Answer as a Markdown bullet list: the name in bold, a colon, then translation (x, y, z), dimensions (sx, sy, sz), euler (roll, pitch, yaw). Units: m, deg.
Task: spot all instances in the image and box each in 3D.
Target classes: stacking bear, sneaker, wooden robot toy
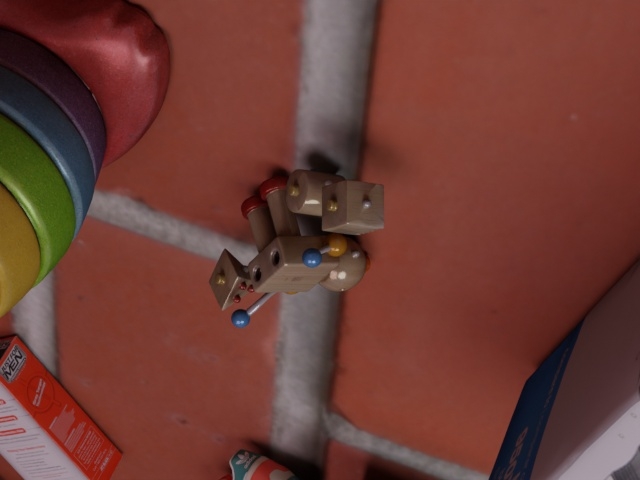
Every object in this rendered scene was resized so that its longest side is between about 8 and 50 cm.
- **stacking bear**: translation (-0.229, -0.014, 1.076), dimensions (0.175, 0.289, 0.164), euler (21, 140, 8)
- **sneaker**: translation (-0.051, 0.216, 1.417), dimensions (0.075, 0.057, 0.161), euler (36, 144, 17)
- **wooden robot toy**: translation (0.000, 0.000, 1.156), dimensions (0.079, 0.076, 0.173), euler (6, 151, -32)

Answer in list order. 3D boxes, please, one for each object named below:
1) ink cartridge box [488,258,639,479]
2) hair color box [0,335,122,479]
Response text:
- **ink cartridge box**: translation (0.297, 0.108, 1.001), dimensions (0.285, 0.166, 0.395), euler (30, 140, -3)
- **hair color box**: translation (-0.227, 0.141, 1.436), dimensions (0.072, 0.043, 0.141), euler (-12, 128, 38)
